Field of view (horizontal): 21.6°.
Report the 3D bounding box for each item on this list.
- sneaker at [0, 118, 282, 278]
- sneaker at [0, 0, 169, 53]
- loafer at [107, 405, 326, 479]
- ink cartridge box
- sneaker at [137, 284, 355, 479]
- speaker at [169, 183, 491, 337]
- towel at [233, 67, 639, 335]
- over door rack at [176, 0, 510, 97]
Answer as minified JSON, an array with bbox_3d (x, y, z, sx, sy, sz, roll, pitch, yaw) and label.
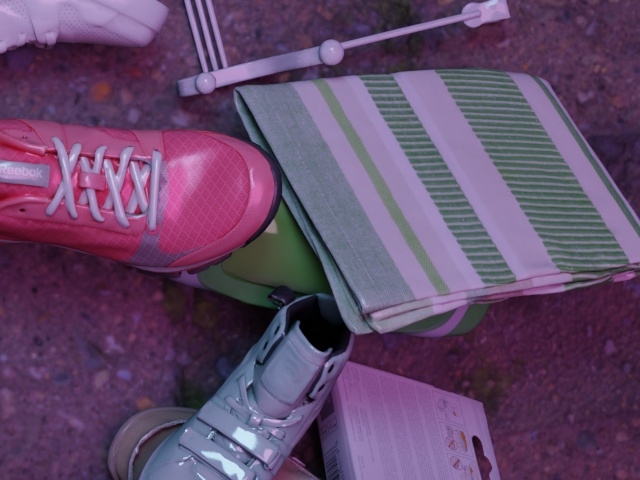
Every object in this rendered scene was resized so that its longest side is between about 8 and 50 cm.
[{"bbox_3d":[-0.188,-0.035,1.276,0.313,0.136,0.116,2,86,15],"label":"sneaker"},{"bbox_3d":[-0.279,-0.159,1.337,0.292,0.108,0.169,15,87,-11],"label":"sneaker"},{"bbox_3d":[-0.051,0.218,1.430,0.268,0.092,0.102,24,83,-19],"label":"loafer"},{"bbox_3d":[0.079,0.188,1.473,0.179,0.045,0.145,21,42,-35],"label":"ink cartridge box"},{"bbox_3d":[-0.061,0.139,1.328,0.094,0.151,0.256,33,47,5],"label":"sneaker"},{"bbox_3d":[0.000,0.000,1.428,0.296,0.131,0.131,14,86,-21],"label":"speaker"},{"bbox_3d":[0.112,-0.045,1.417,0.324,0.038,0.248,-9,58,-33],"label":"towel"},{"bbox_3d":[0.008,-0.274,1.436,0.324,0.108,0.240,-16,98,-20],"label":"over door rack"}]
